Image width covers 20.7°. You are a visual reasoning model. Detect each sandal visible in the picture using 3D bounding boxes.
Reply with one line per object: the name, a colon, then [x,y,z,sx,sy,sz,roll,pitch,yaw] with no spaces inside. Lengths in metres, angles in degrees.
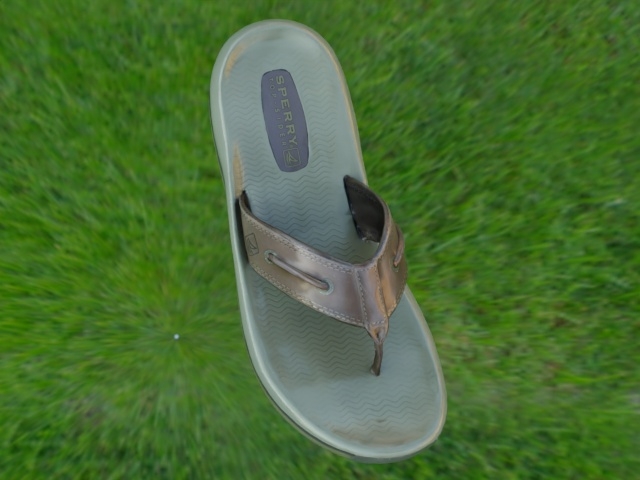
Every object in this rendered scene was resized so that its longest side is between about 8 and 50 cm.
sandal: [-0.002,-0.001,1.123,0.120,0.086,0.302,-17,84,-16]
